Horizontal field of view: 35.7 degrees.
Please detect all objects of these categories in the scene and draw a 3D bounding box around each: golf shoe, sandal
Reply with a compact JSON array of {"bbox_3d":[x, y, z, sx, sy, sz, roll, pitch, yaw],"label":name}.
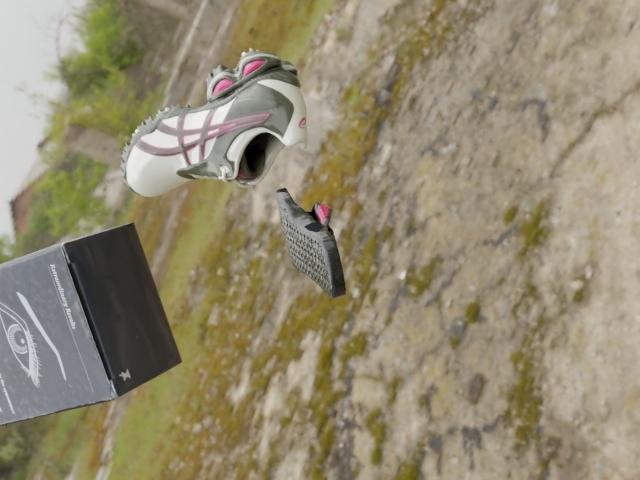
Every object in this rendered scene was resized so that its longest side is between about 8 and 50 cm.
[{"bbox_3d":[-0.129,-0.106,1.146,0.273,0.105,0.120,-32,69,33],"label":"golf shoe"},{"bbox_3d":[0.000,0.000,0.825,0.179,0.040,0.067,-134,29,-65],"label":"sandal"}]

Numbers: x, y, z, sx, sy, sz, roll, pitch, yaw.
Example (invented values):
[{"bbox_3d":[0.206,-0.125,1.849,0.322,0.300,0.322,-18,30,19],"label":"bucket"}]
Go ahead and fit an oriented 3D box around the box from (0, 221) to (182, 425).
[{"bbox_3d":[-0.262,0.086,0.972,0.207,0.153,0.108,-15,5,30],"label":"box"}]
